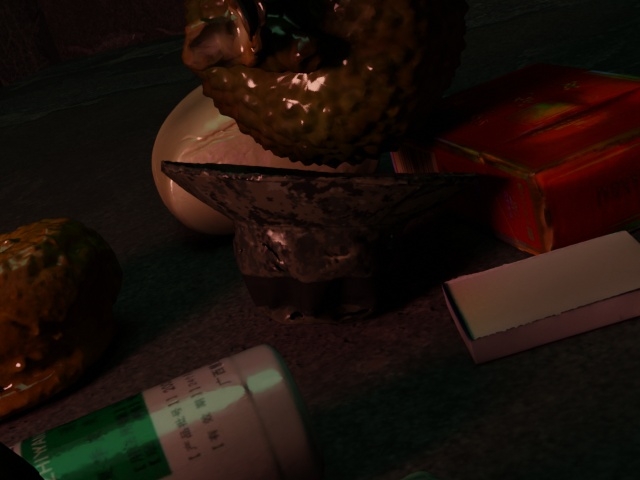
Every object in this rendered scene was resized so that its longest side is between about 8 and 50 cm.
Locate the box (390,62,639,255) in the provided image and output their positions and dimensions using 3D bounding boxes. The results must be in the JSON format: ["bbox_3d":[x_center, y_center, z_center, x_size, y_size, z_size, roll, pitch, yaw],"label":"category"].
[{"bbox_3d":[0.211,-0.089,0.913,0.197,0.089,0.313,-21,21,-13],"label":"box"}]

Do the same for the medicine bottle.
[{"bbox_3d":[-0.130,0.148,0.556,0.260,0.095,0.095,-22,20,-13],"label":"medicine bottle"}]

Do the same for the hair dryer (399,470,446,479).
[{"bbox_3d":[0.042,0.188,0.380,0.237,0.075,0.206,-41,22,-32],"label":"hair dryer"}]

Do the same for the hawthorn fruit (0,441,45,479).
[{"bbox_3d":[-0.193,0.180,0.275,0.295,0.295,0.311,2,62,42],"label":"hawthorn fruit"}]

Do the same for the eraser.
[{"bbox_3d":[0.170,0.037,0.702,0.150,0.023,0.104,-17,20,1],"label":"eraser"}]

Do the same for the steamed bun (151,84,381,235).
[{"bbox_3d":[-0.071,-0.111,1.105,0.250,0.155,0.200,-24,20,-9],"label":"steamed bun"}]

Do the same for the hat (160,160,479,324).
[{"bbox_3d":[0.000,0.000,0.789,0.265,0.129,0.265,2,9,0],"label":"hat"}]

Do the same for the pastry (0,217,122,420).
[{"bbox_3d":[-0.295,0.061,0.865,0.240,0.132,0.235,-18,21,-5],"label":"pastry"}]

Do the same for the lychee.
[{"bbox_3d":[0.005,-0.198,0.899,0.269,0.270,0.320,-10,34,19],"label":"lychee"}]
